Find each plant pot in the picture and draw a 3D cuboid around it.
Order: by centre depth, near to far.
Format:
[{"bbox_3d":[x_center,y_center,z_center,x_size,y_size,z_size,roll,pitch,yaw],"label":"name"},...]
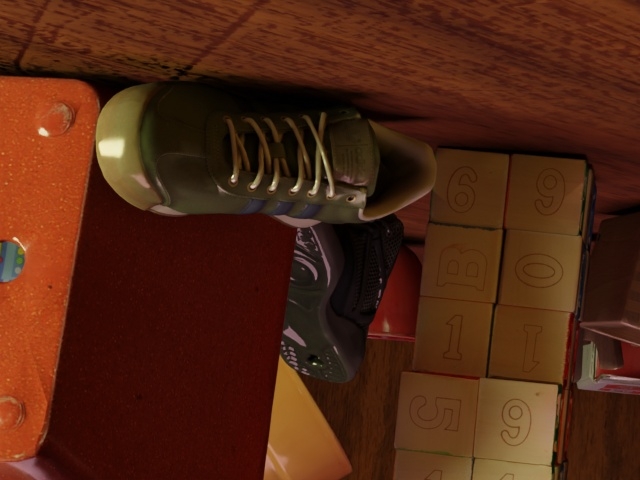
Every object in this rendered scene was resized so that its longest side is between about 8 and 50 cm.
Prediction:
[{"bbox_3d":[-0.176,0.038,0.914,0.267,0.267,0.236,4,164,13],"label":"plant pot"},{"bbox_3d":[-0.131,0.155,1.705,0.203,0.291,0.291,-33,179,-5],"label":"plant pot"}]

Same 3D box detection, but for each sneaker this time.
[{"bbox_3d":[-0.014,-0.043,0.832,0.086,0.064,0.192,-6,171,31],"label":"sneaker"},{"bbox_3d":[0.000,0.000,1.336,0.087,0.130,0.227,8,150,21],"label":"sneaker"}]

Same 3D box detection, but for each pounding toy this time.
[{"bbox_3d":[0.285,0.043,1.292,0.181,0.094,0.206,17,175,-6],"label":"pounding toy"}]

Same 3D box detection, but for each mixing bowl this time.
[{"bbox_3d":[0.034,0.046,1.742,0.181,0.098,0.181,4,176,0],"label":"mixing bowl"}]

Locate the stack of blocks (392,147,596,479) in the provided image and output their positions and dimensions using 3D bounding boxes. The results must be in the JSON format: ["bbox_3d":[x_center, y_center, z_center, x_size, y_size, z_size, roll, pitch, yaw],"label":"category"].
[{"bbox_3d":[0.097,0.101,1.013,0.087,0.297,0.171,6,176,11],"label":"stack of blocks"}]

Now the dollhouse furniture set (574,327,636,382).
[{"bbox_3d":[0.229,0.039,1.494,0.262,0.135,0.259,2,-174,40],"label":"dollhouse furniture set"}]

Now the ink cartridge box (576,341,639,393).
[{"bbox_3d":[0.423,0.095,1.772,0.309,0.130,0.272,4,174,4],"label":"ink cartridge box"}]

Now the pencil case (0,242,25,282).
[{"bbox_3d":[-0.337,-0.002,1.310,0.306,0.119,0.133,8,146,-35],"label":"pencil case"}]
